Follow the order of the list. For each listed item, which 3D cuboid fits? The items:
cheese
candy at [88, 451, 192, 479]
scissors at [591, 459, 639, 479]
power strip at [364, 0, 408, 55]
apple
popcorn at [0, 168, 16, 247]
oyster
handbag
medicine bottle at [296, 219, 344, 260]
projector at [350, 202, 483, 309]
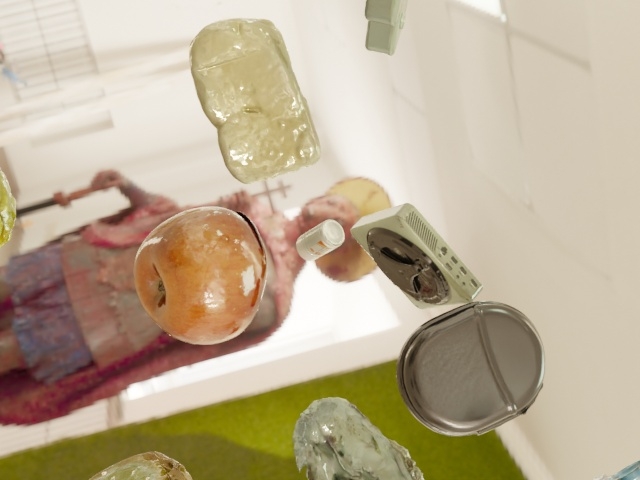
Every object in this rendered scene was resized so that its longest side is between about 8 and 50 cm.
[{"bbox_3d":[-0.106,-0.224,1.600,0.093,0.159,0.263,-92,163,-74],"label":"cheese"},{"bbox_3d":[-0.305,0.432,1.543,0.260,0.260,0.118,-120,-175,-70],"label":"candy"},{"bbox_3d":[0.451,0.407,1.652,0.030,0.125,0.256,57,-14,14],"label":"scissors"},{"bbox_3d":[0.109,-0.397,1.518,0.194,0.059,0.265,-72,173,-46],"label":"power strip"},{"bbox_3d":[-0.220,0.065,1.840,0.272,0.206,0.252,0,-87,56],"label":"apple"},{"bbox_3d":[-0.558,-0.054,1.495,0.184,0.204,0.221,-60,-150,23],"label":"popcorn"},{"bbox_3d":[0.074,0.345,1.536,0.087,0.252,0.199,83,17,-61],"label":"oyster"},{"bbox_3d":[0.307,0.260,2.039,0.093,0.308,0.254,133,-66,-83],"label":"handbag"},{"bbox_3d":[0.000,0.000,1.961,0.089,0.057,0.057,-30,-110,45],"label":"medicine bottle"},{"bbox_3d":[0.203,0.045,2.243,0.257,0.079,0.259,48,-22,-10],"label":"projector"}]
